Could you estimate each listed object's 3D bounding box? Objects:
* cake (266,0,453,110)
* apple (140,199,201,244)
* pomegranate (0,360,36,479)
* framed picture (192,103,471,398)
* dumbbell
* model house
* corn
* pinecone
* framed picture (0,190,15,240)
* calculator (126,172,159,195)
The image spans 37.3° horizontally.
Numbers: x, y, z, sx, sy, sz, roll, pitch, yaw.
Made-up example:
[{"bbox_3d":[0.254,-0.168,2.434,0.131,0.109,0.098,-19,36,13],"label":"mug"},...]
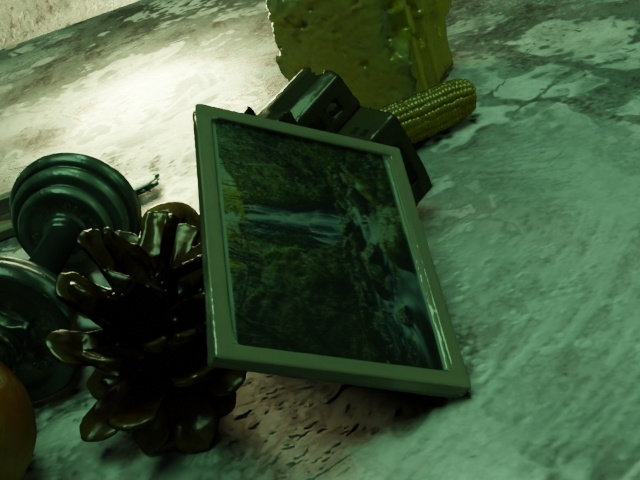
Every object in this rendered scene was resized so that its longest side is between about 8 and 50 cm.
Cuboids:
[{"bbox_3d":[0.082,-0.341,1.520,0.227,0.222,0.286,-2,31,26],"label":"cake"},{"bbox_3d":[-0.194,-0.011,1.236,0.071,0.084,0.084,-33,12,44],"label":"apple"},{"bbox_3d":[-0.370,0.178,0.867,0.209,0.209,0.209,-15,27,8],"label":"pomegranate"},{"bbox_3d":[0.000,0.000,0.894,0.240,0.020,0.324,11,44,-20],"label":"framed picture"},{"bbox_3d":[-0.330,0.032,1.134,0.179,0.179,0.406,-14,27,11],"label":"dumbbell"},{"bbox_3d":[-0.035,-0.057,1.118,0.243,0.204,0.211,-49,38,-17],"label":"model house"},{"bbox_3d":[0.128,-0.169,1.334,0.207,0.068,0.068,-26,28,-13],"label":"corn"},{"bbox_3d":[-0.158,0.076,0.902,0.202,0.201,0.229,0,53,-4],"label":"pinecone"},{"bbox_3d":[-0.581,-0.022,1.578,0.265,0.018,0.192,-21,26,-3],"label":"framed picture"},{"bbox_3d":[-0.319,-0.073,1.499,0.141,0.019,0.094,-21,24,-3],"label":"calculator"}]
